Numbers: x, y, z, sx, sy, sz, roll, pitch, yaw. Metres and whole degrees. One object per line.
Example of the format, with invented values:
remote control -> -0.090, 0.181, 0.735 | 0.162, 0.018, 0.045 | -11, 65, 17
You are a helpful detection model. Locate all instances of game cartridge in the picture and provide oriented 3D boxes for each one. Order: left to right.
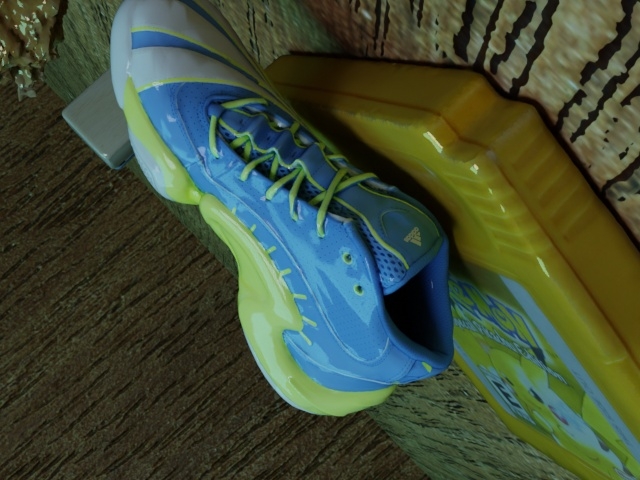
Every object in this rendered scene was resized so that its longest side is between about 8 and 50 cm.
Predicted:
game cartridge -> 0.105, 0.036, 0.608 | 0.324, 0.052, 0.285 | 48, 172, -22

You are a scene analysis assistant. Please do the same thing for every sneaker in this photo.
sneaker -> -0.004, -0.027, 0.528 | 0.126, 0.091, 0.240 | -13, 111, 44

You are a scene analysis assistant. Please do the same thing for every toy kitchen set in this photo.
toy kitchen set -> -0.081, -0.050, 0.885 | 0.207, 0.122, 0.166 | 45, 172, 7

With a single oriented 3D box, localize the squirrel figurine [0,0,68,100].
squirrel figurine -> -0.265, -0.250, 0.584 | 0.370, 0.281, 0.397 | 27, 176, 37
